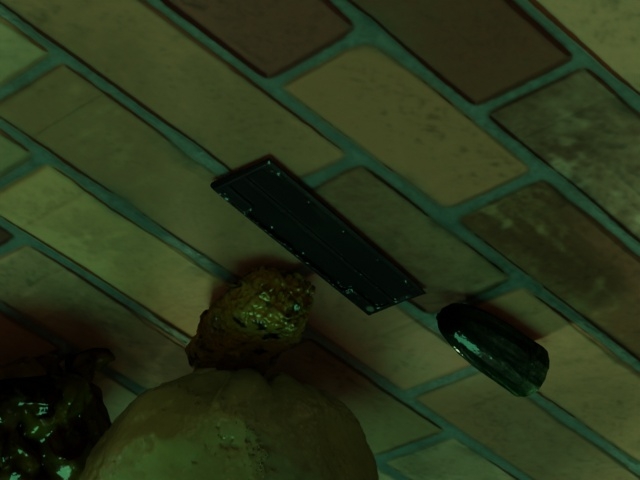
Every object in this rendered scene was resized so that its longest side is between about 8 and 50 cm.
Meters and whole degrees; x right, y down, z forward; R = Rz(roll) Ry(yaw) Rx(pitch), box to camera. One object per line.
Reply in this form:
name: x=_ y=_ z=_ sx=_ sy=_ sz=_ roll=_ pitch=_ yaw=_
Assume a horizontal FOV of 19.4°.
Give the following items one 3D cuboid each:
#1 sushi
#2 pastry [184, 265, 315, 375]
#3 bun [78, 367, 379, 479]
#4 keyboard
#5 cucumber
sushi: x=-0.275 y=0.196 z=1.643 sx=0.204 sy=0.200 sz=0.213 roll=-5 pitch=119 yaw=19
pastry: x=-0.059 y=0.071 z=1.540 sx=0.080 sy=0.056 sz=0.140 roll=11 pitch=145 yaw=-14
bun: x=-0.087 y=0.189 z=1.556 sx=0.259 sy=0.152 sz=0.259 roll=-10 pitch=163 yaw=-3
keyboard: x=0.000 y=0.000 z=1.470 sx=0.064 sy=0.010 sz=0.198 roll=-22 pitch=134 yaw=34
cucumber: x=0.137 y=0.083 z=1.523 sx=0.105 sy=0.048 sz=0.048 roll=36 pitch=136 yaw=-28
